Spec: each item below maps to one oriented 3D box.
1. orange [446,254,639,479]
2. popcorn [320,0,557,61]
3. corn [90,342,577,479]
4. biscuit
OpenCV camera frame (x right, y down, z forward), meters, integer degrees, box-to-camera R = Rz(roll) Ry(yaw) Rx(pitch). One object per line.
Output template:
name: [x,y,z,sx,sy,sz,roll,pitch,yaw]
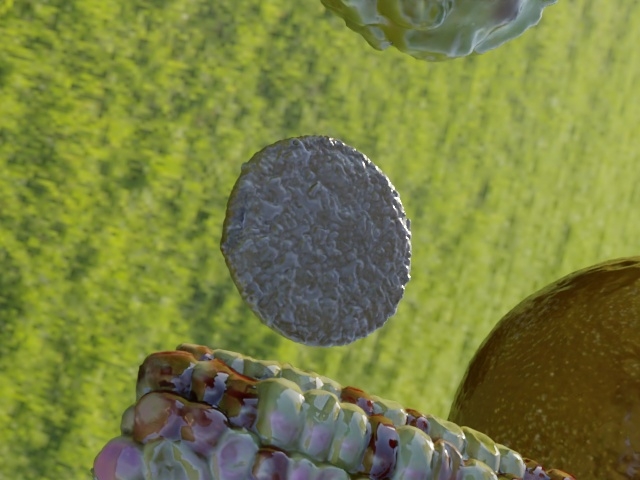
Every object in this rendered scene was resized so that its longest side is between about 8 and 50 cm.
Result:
orange: [0.154,0.096,0.682,0.206,0.206,0.206,-41,138,-50]
popcorn: [0.091,-0.251,1.023,0.251,0.237,0.206,-41,-179,42]
corn: [0.065,0.109,0.428,0.092,0.280,0.092,-61,-169,21]
biscuit: [0.000,0.000,0.832,0.120,0.015,0.120,6,78,-28]
